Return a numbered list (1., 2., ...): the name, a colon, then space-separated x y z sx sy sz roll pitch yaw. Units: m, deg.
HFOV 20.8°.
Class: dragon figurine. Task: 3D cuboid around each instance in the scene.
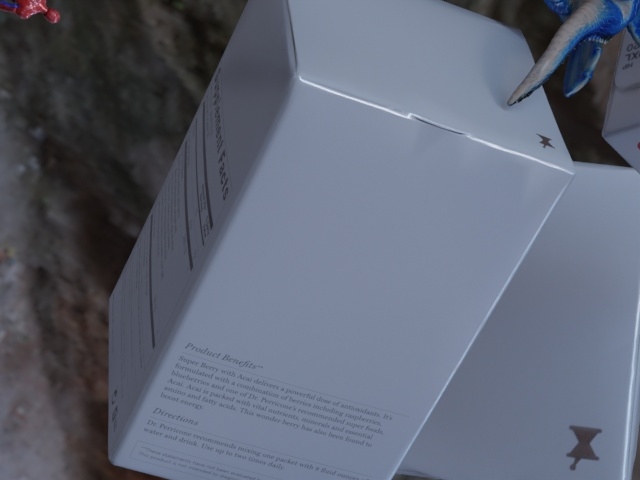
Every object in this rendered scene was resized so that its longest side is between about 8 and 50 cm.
1. dragon figurine: 0.181 -0.145 1.095 0.289 0.085 0.144 -78 147 -48

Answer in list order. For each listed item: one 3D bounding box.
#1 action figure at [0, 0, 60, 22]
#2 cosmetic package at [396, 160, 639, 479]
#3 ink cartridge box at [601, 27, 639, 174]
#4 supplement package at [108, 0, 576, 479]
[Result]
1. action figure: -0.256 -0.207 1.401 0.038 0.115 0.030 -53 166 -14
2. cosmetic package: 0.188 0.082 1.873 0.394 0.329 0.327 7 89 -79
3. ink cartridge box: 0.348 -0.097 1.268 0.233 0.171 0.168 39 53 -34
4. supplement package: 0.000 0.000 1.076 0.175 0.177 0.293 -98 -149 -55
